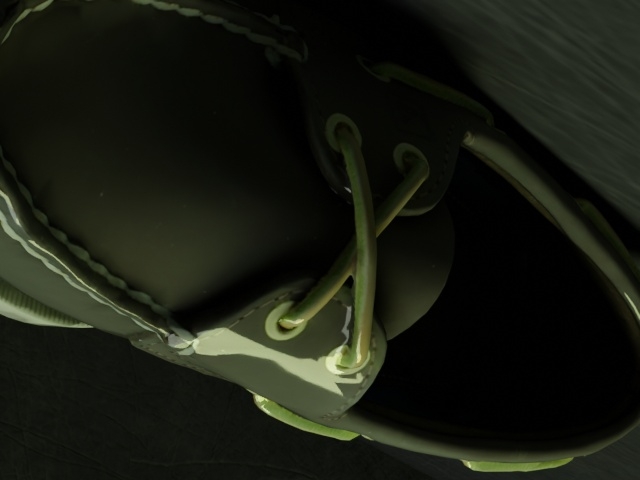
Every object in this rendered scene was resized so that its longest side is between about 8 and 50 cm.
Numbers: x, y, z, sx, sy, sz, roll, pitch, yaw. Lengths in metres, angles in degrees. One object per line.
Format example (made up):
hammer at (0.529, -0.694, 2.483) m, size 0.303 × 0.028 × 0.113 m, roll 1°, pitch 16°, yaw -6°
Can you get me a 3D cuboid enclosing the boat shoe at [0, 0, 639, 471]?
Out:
boat shoe at (0.002, -0.004, 0.490) m, size 0.091 × 0.109 × 0.305 m, roll 20°, pitch 176°, yaw 36°
